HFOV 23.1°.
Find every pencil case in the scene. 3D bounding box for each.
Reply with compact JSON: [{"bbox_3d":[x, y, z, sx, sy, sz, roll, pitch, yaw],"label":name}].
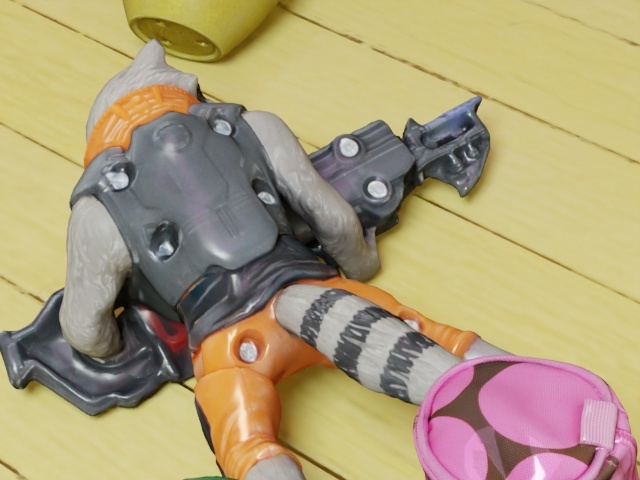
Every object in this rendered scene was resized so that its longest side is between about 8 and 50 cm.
[{"bbox_3d":[0.110,0.147,0.697,0.098,0.209,0.095,3,43,30],"label":"pencil case"}]

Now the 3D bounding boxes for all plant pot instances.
[{"bbox_3d":[-0.085,-0.180,1.077,0.134,0.134,0.095,13,76,17],"label":"plant pot"}]

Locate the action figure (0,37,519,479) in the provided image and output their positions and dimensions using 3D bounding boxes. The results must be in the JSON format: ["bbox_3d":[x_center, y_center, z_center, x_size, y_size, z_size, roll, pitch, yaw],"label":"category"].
[{"bbox_3d":[0.000,0.000,0.868,0.341,0.178,0.330,-36,64,-21],"label":"action figure"}]

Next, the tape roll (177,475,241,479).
[{"bbox_3d":[-0.078,0.243,0.553,0.077,0.321,0.321,28,56,26],"label":"tape roll"}]
